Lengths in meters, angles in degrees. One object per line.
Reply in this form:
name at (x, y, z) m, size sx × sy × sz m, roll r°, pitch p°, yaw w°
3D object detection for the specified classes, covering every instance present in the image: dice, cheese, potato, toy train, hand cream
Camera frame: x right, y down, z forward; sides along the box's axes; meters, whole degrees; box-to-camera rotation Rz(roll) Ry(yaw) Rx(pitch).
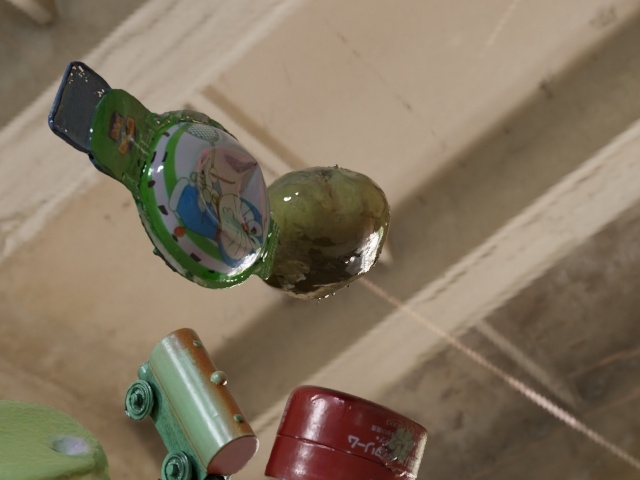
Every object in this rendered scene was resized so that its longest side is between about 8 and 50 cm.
dice at (-0.475, 0.403, 2.060) m, size 0.254 × 0.249 × 0.252 m, roll -10°, pitch -61°, yaw -46°
cheese at (-0.154, -0.067, 1.424) m, size 0.083 × 0.204 × 0.320 m, roll -18°, pitch -44°, yaw 37°
potato at (0.000, 0.000, 1.853) m, size 0.191 × 0.141 × 0.296 m, roll -13°, pitch -20°, yaw -9°
toy train at (-0.200, 0.271, 2.126) m, size 0.116 × 0.285 × 0.177 m, roll 13°, pitch -58°, yaw -43°
hand cream at (0.039, 0.314, 2.000) m, size 0.230 × 0.149 × 0.230 m, roll 16°, pitch -15°, yaw 4°
